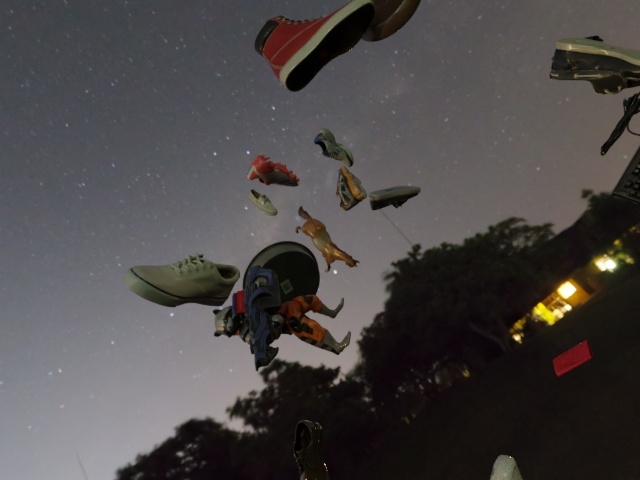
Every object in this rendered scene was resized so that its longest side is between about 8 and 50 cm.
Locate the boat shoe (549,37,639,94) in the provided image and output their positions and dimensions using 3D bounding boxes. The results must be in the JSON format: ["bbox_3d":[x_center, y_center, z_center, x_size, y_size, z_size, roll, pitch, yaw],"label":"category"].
[{"bbox_3d":[0.519,-0.294,0.782,0.084,0.233,0.079,-22,-49,-33],"label":"boat shoe"}]

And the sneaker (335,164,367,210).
[{"bbox_3d":[0.082,-0.168,1.415,0.084,0.215,0.083,36,-70,-21],"label":"sneaker"}]

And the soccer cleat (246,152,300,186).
[{"bbox_3d":[-0.159,-0.222,1.536,0.095,0.083,0.248,-47,-25,12],"label":"soccer cleat"}]

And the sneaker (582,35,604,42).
[{"bbox_3d":[0.790,-0.550,1.300,0.170,0.063,0.075,-1,-9,-38],"label":"sneaker"}]

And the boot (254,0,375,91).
[{"bbox_3d":[-0.021,-0.450,0.936,0.244,0.176,0.088,-37,-25,7],"label":"boot"}]

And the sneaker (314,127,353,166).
[{"bbox_3d":[0.034,-0.251,1.271,0.058,0.135,0.052,-49,4,-26],"label":"sneaker"}]

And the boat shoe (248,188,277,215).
[{"bbox_3d":[-0.144,-0.097,1.116,0.035,0.100,0.035,-23,-42,-39],"label":"boat shoe"}]

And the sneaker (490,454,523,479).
[{"bbox_3d":[0.366,0.479,0.779,0.115,0.232,0.090,-8,16,40],"label":"sneaker"}]

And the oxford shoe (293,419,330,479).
[{"bbox_3d":[-0.035,0.590,1.178,0.083,0.227,0.096,-28,-43,17],"label":"oxford shoe"}]

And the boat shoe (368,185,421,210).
[{"bbox_3d":[0.283,-0.157,1.693,0.228,0.080,0.076,-15,-67,-30],"label":"boat shoe"}]

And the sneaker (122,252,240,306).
[{"bbox_3d":[-0.247,0.063,0.828,0.091,0.094,0.258,-57,-23,6],"label":"sneaker"}]

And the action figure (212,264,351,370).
[{"bbox_3d":[-0.099,0.222,1.083,0.330,0.341,0.178,7,-58,-5],"label":"action figure"}]

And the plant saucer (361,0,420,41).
[{"bbox_3d":[0.136,-0.507,0.952,0.168,0.168,0.029,-46,-40,16],"label":"plant saucer"}]

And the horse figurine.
[{"bbox_3d":[0.000,0.000,1.431,0.066,0.263,0.174,-34,-2,-21],"label":"horse figurine"}]

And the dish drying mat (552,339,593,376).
[{"bbox_3d":[0.415,0.195,0.736,0.083,0.008,0.032,114,171,-50],"label":"dish drying mat"}]

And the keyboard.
[{"bbox_3d":[0.737,-0.228,0.984,0.317,0.201,0.033,-57,-39,-4],"label":"keyboard"}]

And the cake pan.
[{"bbox_3d":[-0.125,0.147,1.564,0.293,0.054,0.293,-10,-67,-26],"label":"cake pan"}]
